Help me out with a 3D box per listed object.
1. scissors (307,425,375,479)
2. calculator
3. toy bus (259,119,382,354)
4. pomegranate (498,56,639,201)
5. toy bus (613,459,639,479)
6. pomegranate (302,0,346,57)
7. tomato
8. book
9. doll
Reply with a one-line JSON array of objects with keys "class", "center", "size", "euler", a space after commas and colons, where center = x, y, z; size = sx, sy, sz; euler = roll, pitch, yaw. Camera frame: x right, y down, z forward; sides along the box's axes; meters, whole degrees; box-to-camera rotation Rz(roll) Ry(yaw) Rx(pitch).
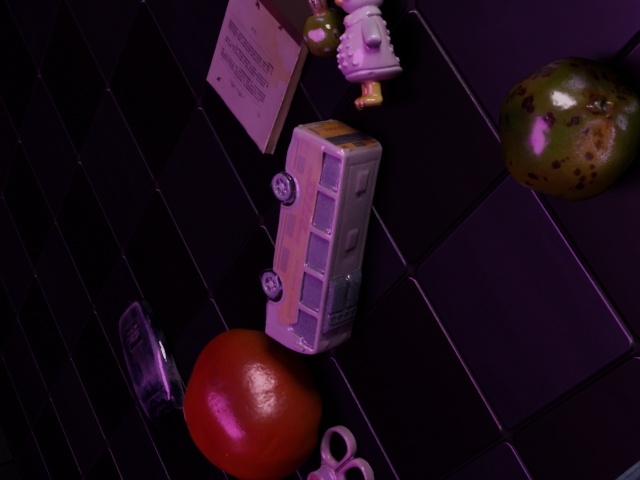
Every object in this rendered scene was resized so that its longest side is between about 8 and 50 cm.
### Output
[{"class": "scissors", "center": [0.006, 0.397, 1.516], "size": [0.118, 0.030, 0.242], "euler": [58, 136, 22]}, {"class": "calculator", "center": [-0.358, 0.247, 1.951], "size": [0.177, 0.040, 0.268], "euler": [-43, 62, 48]}, {"class": "toy bus", "center": [0.000, 0.000, 1.343], "size": [0.138, 0.097, 0.342], "euler": [29, 122, 37]}, {"class": "pomegranate", "center": [0.240, -0.101, 0.961], "size": [0.143, 0.122, 0.169], "euler": [46, 140, -8]}, {"class": "toy bus", "center": [0.408, 0.305, 0.886], "size": [0.265, 0.121, 0.119], "euler": [23, 128, 47]}, {"class": "pomegranate", "center": [0.008, -0.288, 1.253], "size": [0.073, 0.073, 0.084], "euler": [7, 102, 52]}, {"class": "tomato", "center": [-0.118, 0.276, 1.519], "size": [0.260, 0.180, 0.259], "euler": [26, 124, 47]}, {"class": "book", "center": [-0.090, -0.300, 1.414], "size": [0.201, 0.026, 0.289], "euler": [53, 138, 29]}, {"class": "doll", "center": [0.056, -0.269, 1.184], "size": [0.129, 0.081, 0.207], "euler": [-126, 28, -82]}]
